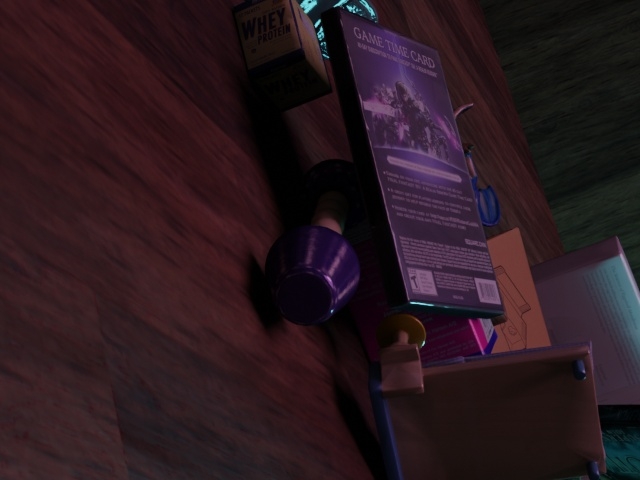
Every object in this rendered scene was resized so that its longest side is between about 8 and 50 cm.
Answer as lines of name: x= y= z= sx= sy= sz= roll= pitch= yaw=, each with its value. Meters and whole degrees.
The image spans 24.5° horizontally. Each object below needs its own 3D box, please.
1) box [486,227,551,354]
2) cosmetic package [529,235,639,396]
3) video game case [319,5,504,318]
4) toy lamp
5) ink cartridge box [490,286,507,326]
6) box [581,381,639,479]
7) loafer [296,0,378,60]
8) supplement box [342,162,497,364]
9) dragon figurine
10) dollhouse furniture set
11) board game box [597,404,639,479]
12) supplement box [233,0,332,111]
box: x=0.245 y=0.097 z=1.990 sx=0.164 sy=0.021 sz=0.201 roll=-20 pitch=96 yaw=-49
cosmetic package: x=0.381 y=0.142 z=2.206 sx=0.138 sy=0.225 sz=0.224 roll=-51 pitch=120 yaw=-74
video game case: x=0.087 y=-0.066 z=1.346 sx=0.196 sy=0.026 sz=0.274 roll=10 pitch=63 yaw=-58
toy lamp: x=0.000 y=0.000 z=1.243 sx=0.274 sy=0.080 sz=0.080 roll=-77 pitch=144 yaw=-72
ink cartridge box: x=0.134 y=-0.018 z=1.766 sx=0.193 sy=0.088 sz=0.234 roll=40 pitch=32 yaw=-61
box: x=0.411 y=0.367 z=2.001 sx=0.345 sy=0.215 sz=0.168 roll=-80 pitch=147 yaw=-64
loafer: x=-0.039 y=-0.290 z=1.505 sx=0.095 sy=0.109 sz=0.302 roll=53 pitch=4 yaw=34
supplement box: x=0.080 y=0.022 z=1.439 sx=0.111 sy=0.114 sz=0.220 roll=-34 pitch=104 yaw=-75
dragon figurine: x=0.204 y=-0.061 z=2.108 sx=0.289 sy=0.085 sz=0.144 roll=-89 pitch=157 yaw=-47
dollhouse furniture set: x=0.207 y=0.164 z=1.351 sx=0.198 sy=0.287 sz=0.303 roll=-85 pitch=162 yaw=-62
board game box: x=0.306 y=0.206 z=1.440 sx=0.126 sy=0.026 sz=0.186 roll=41 pitch=-22 yaw=-17
supplement box: x=-0.036 y=-0.183 z=1.414 sx=0.083 sy=0.056 sz=0.083 roll=44 pitch=28 yaw=-61
